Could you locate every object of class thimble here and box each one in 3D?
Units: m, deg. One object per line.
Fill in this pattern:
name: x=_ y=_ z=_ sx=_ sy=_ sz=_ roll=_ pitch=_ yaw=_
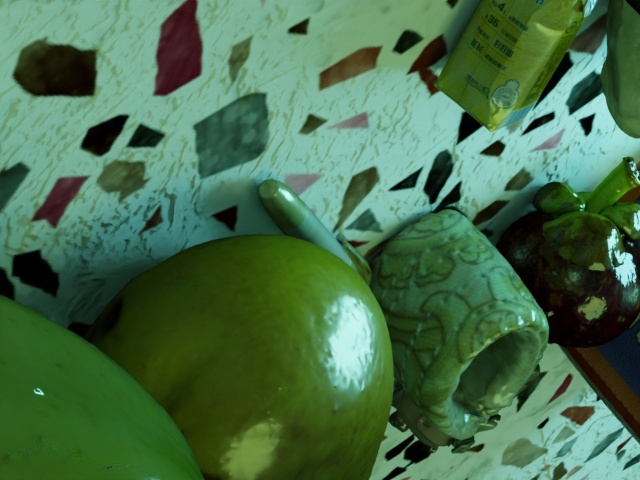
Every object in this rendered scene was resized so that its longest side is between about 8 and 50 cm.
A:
thimble: x=0.117 y=0.081 z=1.716 sx=0.137 sy=0.143 sz=0.190 roll=-25 pitch=148 yaw=-25

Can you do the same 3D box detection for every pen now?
pen: x=0.000 y=0.000 z=1.585 sx=0.040 sy=0.032 sz=0.233 roll=-36 pitch=151 yaw=1

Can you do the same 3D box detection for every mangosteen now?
mangosteen: x=0.232 y=0.009 z=1.775 sx=0.145 sy=0.156 sz=0.181 roll=-3 pitch=110 yaw=-11

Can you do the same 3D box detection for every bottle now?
bottle: x=0.139 y=0.150 z=1.892 sx=0.152 sy=0.099 sz=0.099 roll=-45 pitch=150 yaw=13

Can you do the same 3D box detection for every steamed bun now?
steamed bun: x=0.306 y=-0.160 z=1.611 sx=0.140 sy=0.172 sz=0.155 roll=3 pitch=175 yaw=1

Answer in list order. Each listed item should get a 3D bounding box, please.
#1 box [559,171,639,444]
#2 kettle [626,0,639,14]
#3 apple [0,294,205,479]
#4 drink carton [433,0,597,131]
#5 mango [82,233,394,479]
box: x=0.453 y=0.104 z=1.953 sx=0.257 sy=0.318 sz=0.348 roll=-50 pitch=150 yaw=17
kettle: x=0.289 y=-0.279 z=1.363 sx=0.290 sy=0.207 sz=0.268 roll=62 pitch=41 yaw=-56
apple: x=-0.273 y=0.246 z=1.188 sx=0.473 sy=0.474 sz=0.474 roll=-28 pitch=149 yaw=-19
drink carton: x=0.169 y=-0.183 z=1.473 sx=0.074 sy=0.084 sz=0.200 roll=-22 pitch=147 yaw=-49
mango: x=-0.063 y=0.149 z=1.548 sx=0.301 sy=0.220 sz=0.445 roll=-50 pitch=162 yaw=-4
